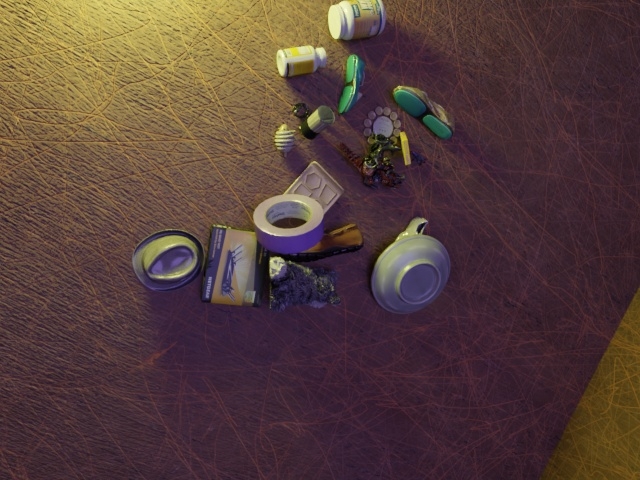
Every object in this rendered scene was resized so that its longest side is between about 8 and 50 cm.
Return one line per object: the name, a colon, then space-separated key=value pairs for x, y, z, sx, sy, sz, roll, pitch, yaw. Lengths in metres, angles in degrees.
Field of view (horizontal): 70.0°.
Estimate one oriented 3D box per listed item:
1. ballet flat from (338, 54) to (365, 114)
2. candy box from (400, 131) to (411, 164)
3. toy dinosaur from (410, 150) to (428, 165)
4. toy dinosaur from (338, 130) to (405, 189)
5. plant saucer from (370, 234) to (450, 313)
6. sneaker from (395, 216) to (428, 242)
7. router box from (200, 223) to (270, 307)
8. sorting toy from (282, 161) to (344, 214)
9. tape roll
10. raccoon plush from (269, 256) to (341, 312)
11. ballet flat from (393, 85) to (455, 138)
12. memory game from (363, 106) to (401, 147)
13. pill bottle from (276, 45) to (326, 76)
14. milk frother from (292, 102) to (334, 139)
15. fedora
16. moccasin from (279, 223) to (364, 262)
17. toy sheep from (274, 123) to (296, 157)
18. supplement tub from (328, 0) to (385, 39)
ballet flat: x=0.142 y=-0.642 z=1.910 sx=0.087 sy=0.083 sz=0.248 roll=6 pitch=98 yaw=-33
candy box: x=0.362 y=-0.396 z=1.950 sx=0.027 sy=0.206 sz=0.105 roll=-11 pitch=111 yaw=11
toy dinosaur: x=0.438 y=-0.378 z=2.078 sx=0.082 sy=0.047 sz=0.090 roll=54 pitch=47 yaw=-9
toy dinosaur: x=0.233 y=-0.335 z=1.950 sx=0.321 sy=0.164 sz=0.219 roll=15 pitch=117 yaw=-37
plant saucer: x=0.427 y=0.175 z=2.063 sx=0.400 sy=0.100 sz=0.401 roll=-7 pitch=115 yaw=-15
sneaker: x=0.414 y=-0.014 z=2.082 sx=0.080 sy=0.094 sz=0.212 roll=33 pitch=87 yaw=-21
router box: x=-0.341 y=0.105 z=1.853 sx=0.242 sy=0.081 sz=0.309 roll=8 pitch=95 yaw=-20
sorting toy: x=-0.031 y=-0.198 z=1.940 sx=0.193 sy=0.038 sz=0.208 roll=43 pitch=88 yaw=-19
tape roll: x=-0.123 y=-0.070 z=1.794 sx=0.274 sy=0.275 sz=0.090 roll=-16 pitch=132 yaw=-16
raccoon plush: x=-0.050 y=0.181 z=1.796 sx=0.298 sy=0.446 sz=0.216 roll=1 pitch=84 yaw=-6
ballet flat: x=0.465 y=-0.585 z=2.017 sx=0.348 sy=0.123 sz=0.123 roll=33 pitch=87 yaw=-19
memory game: x=0.272 y=-0.494 z=2.008 sx=0.186 sy=0.012 sz=0.186 roll=-3 pitch=99 yaw=-18
pill bottle: x=-0.074 y=-0.713 z=1.812 sx=0.184 sy=0.103 sz=0.103 roll=-15 pitch=102 yaw=-16
milk frother: x=-0.031 y=-0.506 z=1.839 sx=0.143 sy=0.134 sz=0.129 roll=33 pitch=56 yaw=-23
fedora: x=-0.577 y=0.085 z=1.748 sx=0.275 sy=0.124 sz=0.244 roll=-18 pitch=103 yaw=-15
moccasin: x=0.001 y=-0.001 z=1.924 sx=0.379 sy=0.139 sz=0.147 roll=-13 pitch=77 yaw=-18
toy sheep: x=-0.142 y=-0.402 z=1.846 sx=0.091 sy=0.091 sz=0.132 roll=-10 pitch=106 yaw=-17
supplement tub: x=0.146 y=-0.890 z=1.837 sx=0.199 sy=0.144 sz=0.145 roll=-16 pitch=103 yaw=-16
